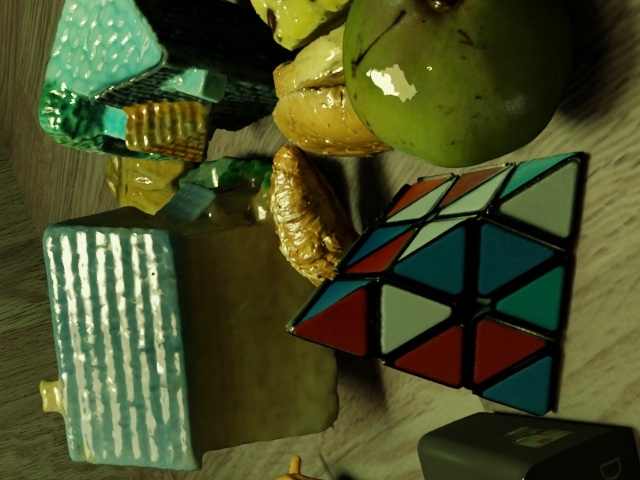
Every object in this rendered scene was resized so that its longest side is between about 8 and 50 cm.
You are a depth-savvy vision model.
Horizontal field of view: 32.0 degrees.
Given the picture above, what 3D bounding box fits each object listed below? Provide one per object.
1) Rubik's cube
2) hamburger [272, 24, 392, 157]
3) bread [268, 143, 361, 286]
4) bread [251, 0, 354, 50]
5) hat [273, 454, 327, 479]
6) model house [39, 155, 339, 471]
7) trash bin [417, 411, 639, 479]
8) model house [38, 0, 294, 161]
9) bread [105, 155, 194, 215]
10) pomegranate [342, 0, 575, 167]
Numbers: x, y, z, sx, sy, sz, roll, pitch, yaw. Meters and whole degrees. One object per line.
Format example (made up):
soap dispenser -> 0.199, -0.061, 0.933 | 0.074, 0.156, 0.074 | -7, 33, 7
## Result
Rubik's cube -> 0.082, 0.073, 0.995 | 0.284, 0.234, 0.250 | 6, 112, 64
hamburger -> 0.024, -0.141, 1.106 | 0.262, 0.131, 0.124 | 166, 90, -70
bread -> 0.000, 0.000, 1.231 | 0.233, 0.076, 0.105 | 55, -162, -26
bread -> 0.025, -0.283, 0.958 | 0.138, 0.077, 0.361 | 58, 152, -4
hat -> -0.009, 0.399, 1.545 | 0.244, 0.233, 0.233 | 55, -166, -44
model house -> -0.201, 0.068, 1.417 | 0.382, 0.343, 0.334 | -156, 60, -67
trash bin -> 0.195, 0.251, 1.034 | 0.225, 0.115, 0.165 | -4, 104, 70
model house -> -0.148, -0.177, 1.306 | 0.241, 0.261, 0.226 | 24, 104, 40
bread -> -0.267, -0.138, 1.751 | 0.152, 0.130, 0.267 | 51, 150, 23
pomegranate -> 0.116, -0.128, 0.881 | 0.210, 0.179, 0.179 | 51, 171, -34
